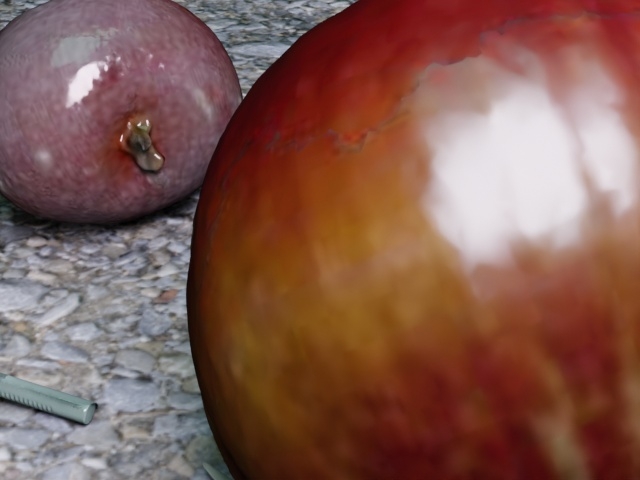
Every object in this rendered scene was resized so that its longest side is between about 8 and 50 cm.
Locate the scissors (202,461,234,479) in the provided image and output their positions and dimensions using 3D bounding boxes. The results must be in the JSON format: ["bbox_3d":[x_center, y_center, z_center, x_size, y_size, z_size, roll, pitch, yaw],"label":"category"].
[{"bbox_3d":[-0.041,0.190,0.729,0.119,0.014,0.058,29,46,30],"label":"scissors"}]

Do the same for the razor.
[{"bbox_3d":[-0.276,0.110,0.832,0.211,0.036,0.084,9,40,17],"label":"razor"}]

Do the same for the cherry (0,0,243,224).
[{"bbox_3d":[-0.213,-0.133,1.013,0.261,0.221,0.307,-18,21,-23],"label":"cherry"}]

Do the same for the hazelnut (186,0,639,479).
[{"bbox_3d":[0.132,0.015,0.657,0.429,0.402,0.402,-1,35,-17],"label":"hazelnut"}]
